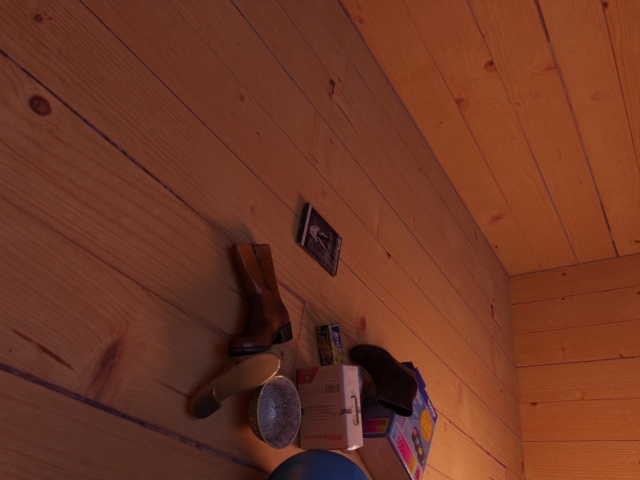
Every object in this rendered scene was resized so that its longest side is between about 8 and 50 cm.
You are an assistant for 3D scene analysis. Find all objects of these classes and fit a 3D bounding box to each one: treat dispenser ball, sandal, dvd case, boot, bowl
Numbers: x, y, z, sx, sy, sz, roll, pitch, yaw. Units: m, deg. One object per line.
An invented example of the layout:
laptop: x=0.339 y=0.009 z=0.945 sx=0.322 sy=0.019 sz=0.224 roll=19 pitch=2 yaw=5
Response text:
treat dispenser ball: x=-0.005 y=0.632 z=1.133 sx=0.288 sy=0.288 sz=0.288 roll=30 pitch=53 yaw=-49
sandal: x=-0.211 y=0.317 z=1.155 sx=0.240 sy=0.079 sz=0.088 roll=-26 pitch=117 yaw=-36
dvd case: x=0.000 y=0.000 z=1.671 sx=0.221 sy=0.018 sz=0.164 roll=45 pitch=43 yaw=-40
boot: x=-0.171 y=0.140 z=1.267 sx=0.264 sy=0.096 sz=0.280 roll=-8 pitch=83 yaw=-58
boot: x=0.196 y=0.440 z=1.591 sx=0.207 sy=0.248 sz=0.090 roll=-51 pitch=165 yaw=-66
bowl: x=-0.129 y=0.424 z=1.226 sx=0.170 sy=0.080 sz=0.170 roll=30 pitch=52 yaw=-49

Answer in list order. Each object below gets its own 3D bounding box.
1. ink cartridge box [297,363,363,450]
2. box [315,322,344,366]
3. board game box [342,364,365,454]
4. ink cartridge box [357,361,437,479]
ink cartridge box: x=0.025 y=0.462 z=1.378 sx=0.092 sy=0.159 sz=0.218 roll=25 pitch=57 yaw=-52
box: x=0.032 y=0.345 z=1.540 sx=0.059 sy=0.054 sz=0.169 roll=7 pitch=72 yaw=-57
board game box: x=0.095 y=0.519 z=1.531 sx=0.211 sy=0.039 sz=0.160 roll=-69 pitch=155 yaw=-43
ink cartridge box: x=0.272 y=0.613 z=1.722 sx=0.270 sy=0.151 sz=0.395 roll=63 pitch=32 yaw=-19
